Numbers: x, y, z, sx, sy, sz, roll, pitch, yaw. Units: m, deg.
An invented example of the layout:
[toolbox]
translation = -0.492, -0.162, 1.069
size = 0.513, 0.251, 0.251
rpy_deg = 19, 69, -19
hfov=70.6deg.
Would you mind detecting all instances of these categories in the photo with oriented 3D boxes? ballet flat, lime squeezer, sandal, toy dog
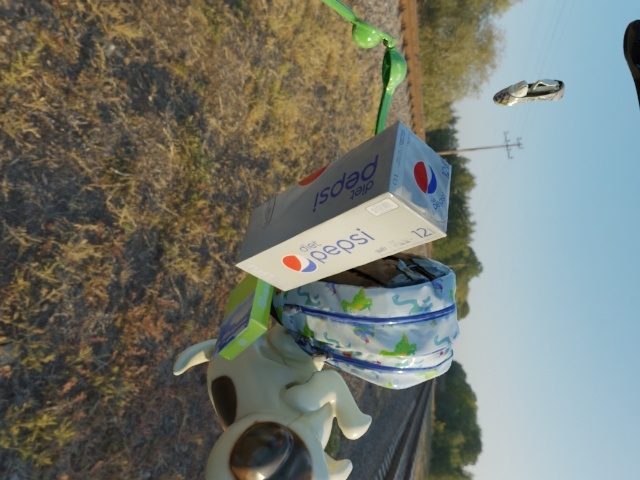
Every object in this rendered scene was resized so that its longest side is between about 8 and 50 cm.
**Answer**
[ballet flat]
translation = 0.353, -0.254, 0.762
size = 0.041, 0.115, 0.041
rpy_deg = -3, 90, -82
[lime squeezer]
translation = 0.065, -0.286, 0.698
size = 0.310, 0.110, 0.058
rpy_deg = 57, 24, -28
[sandal]
translation = 0.529, -0.266, 0.714
size = 0.040, 0.067, 0.179
rpy_deg = 164, -87, -76
[toy dog]
translation = -0.093, 0.337, 0.871
size = 0.284, 0.396, 0.407
rpy_deg = -58, -163, 20

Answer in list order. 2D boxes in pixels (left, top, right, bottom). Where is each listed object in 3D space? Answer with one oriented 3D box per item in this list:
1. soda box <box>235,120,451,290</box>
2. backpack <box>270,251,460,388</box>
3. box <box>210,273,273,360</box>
[soda box]
translation = 0.014, -0.025, 0.553
size = 0.091, 0.286, 0.097
rpy_deg = 31, 56, -29
[backpack]
translation = 0.090, 0.121, 0.842
size = 0.290, 0.356, 0.273
rpy_deg = -2, 79, -36
[box]
translation = -0.132, 0.128, 0.804
size = 0.042, 0.109, 0.178
rpy_deg = 36, 27, -20
